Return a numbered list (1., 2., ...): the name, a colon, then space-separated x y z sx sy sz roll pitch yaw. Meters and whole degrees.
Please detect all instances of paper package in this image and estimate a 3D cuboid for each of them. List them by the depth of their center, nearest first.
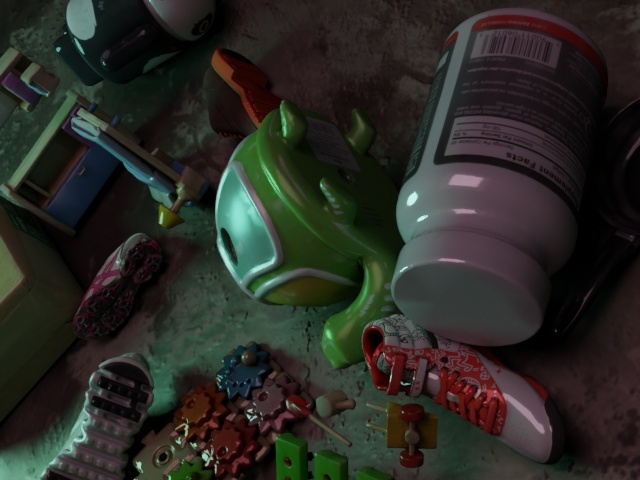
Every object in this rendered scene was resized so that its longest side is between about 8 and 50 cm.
1. paper package: -0.556 0.105 1.999 0.309 0.168 0.325 -47 46 4

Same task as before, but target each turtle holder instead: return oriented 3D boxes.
1. turtle holder: 0.003 -0.009 1.629 0.320 0.243 0.227 47 118 4

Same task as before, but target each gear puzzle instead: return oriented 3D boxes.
1. gear puzzle: -0.176 0.280 1.663 0.339 0.044 0.175 -45 47 -4

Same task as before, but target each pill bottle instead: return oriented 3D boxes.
1. pill bottle: 0.205 -0.075 1.460 0.210 0.210 0.363 -6 52 35

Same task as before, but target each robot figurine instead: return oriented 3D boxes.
1. robot figurine: -0.304 -0.366 2.078 0.278 0.173 0.209 -28 69 22

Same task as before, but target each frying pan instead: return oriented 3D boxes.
1. frying pan: 0.391 -0.032 1.440 0.197 0.053 0.326 -1 66 39

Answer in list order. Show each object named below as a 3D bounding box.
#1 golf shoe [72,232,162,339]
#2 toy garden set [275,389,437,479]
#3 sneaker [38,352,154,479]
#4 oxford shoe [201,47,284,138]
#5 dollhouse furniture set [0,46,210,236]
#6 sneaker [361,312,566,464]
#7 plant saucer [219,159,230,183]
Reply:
1. golf shoe: -0.312 0.070 1.912 0.186 0.067 0.086 -52 26 -4
2. toy garden set: 0.049 0.264 1.481 0.244 0.049 0.204 15 112 42
3. sneaker: -0.313 0.288 1.768 0.292 0.110 0.118 -61 8 8
4. oxford shoe: -0.106 -0.182 1.891 0.098 0.097 0.271 -58 39 23
5. dollhouse furniture set: -0.371 -0.110 1.899 0.198 0.286 0.303 -56 35 -3
6. sneaker: 0.150 0.172 1.431 0.270 0.145 0.090 50 138 47
7. plant saucer: -0.119 -0.099 1.890 0.083 0.013 0.083 -19 55 29
